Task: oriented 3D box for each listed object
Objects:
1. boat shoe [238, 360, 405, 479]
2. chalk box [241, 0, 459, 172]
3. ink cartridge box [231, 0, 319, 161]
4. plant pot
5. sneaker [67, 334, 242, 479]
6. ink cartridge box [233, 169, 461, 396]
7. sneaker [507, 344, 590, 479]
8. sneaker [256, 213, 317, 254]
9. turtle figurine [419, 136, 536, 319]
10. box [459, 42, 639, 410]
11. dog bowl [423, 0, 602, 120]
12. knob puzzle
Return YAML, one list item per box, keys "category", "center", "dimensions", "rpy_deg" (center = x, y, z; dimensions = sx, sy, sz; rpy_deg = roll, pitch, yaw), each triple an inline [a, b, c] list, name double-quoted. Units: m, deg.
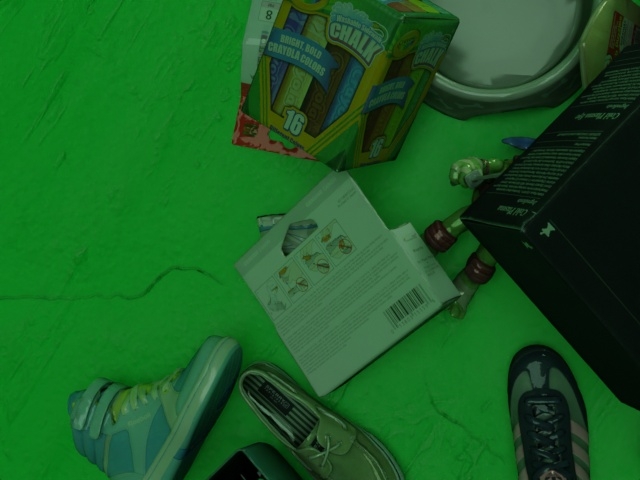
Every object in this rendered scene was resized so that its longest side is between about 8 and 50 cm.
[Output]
- category: "boat shoe"
  center: [-0.007, 0.293, 1.543]
  dimensions: [0.302, 0.094, 0.109]
  rpy_deg: [37, 95, 9]
- category: "chalk box"
  center: [0.053, -0.264, 1.415]
  dimensions: [0.179, 0.180, 0.289]
  rpy_deg: [35, 116, 22]
- category: "ink cartridge box"
  center: [-0.029, -0.245, 1.582]
  dimensions: [0.189, 0.066, 0.232]
  rpy_deg: [12, 87, 10]
- category: "plant pot"
  center: [-0.088, 0.388, 1.483]
  dimensions: [0.165, 0.234, 0.165]
  rpy_deg: [-44, 82, 5]
- category: "sneaker"
  center: [-0.258, 0.233, 1.547]
  dimensions: [0.208, 0.127, 0.319]
  rpy_deg: [33, 110, 11]
- category: "ink cartridge box"
  center: [0.029, 0.057, 1.500]
  dimensions: [0.275, 0.060, 0.239]
  rpy_deg: [-42, 76, 36]
- category: "sneaker"
  center: [0.325, 0.305, 1.466]
  dimensions: [0.112, 0.131, 0.319]
  rpy_deg: [-10, 87, 10]
- category: "sneaker"
  center: [0.000, 0.000, 1.569]
  dimensions: [0.190, 0.071, 0.083]
  rpy_deg: [-1, 95, 18]
- category: "turtle figurine"
  center: [0.233, -0.010, 1.440]
  dimensions: [0.266, 0.197, 0.275]
  rpy_deg: [-48, 40, 22]
- category: "box"
  center: [0.403, -0.010, 1.250]
  dimensions: [0.312, 0.179, 0.343]
  rpy_deg: [-45, 104, -8]
- category: "dog bowl"
  center: [0.249, -0.344, 1.512]
  dimensions: [0.348, 0.102, 0.349]
  rpy_deg: [0, 89, 10]
- category: "knob puzzle"
  center: [0.391, -0.249, 1.451]
  dimensions: [0.030, 0.213, 0.213]
  rpy_deg: [11, 90, 38]
